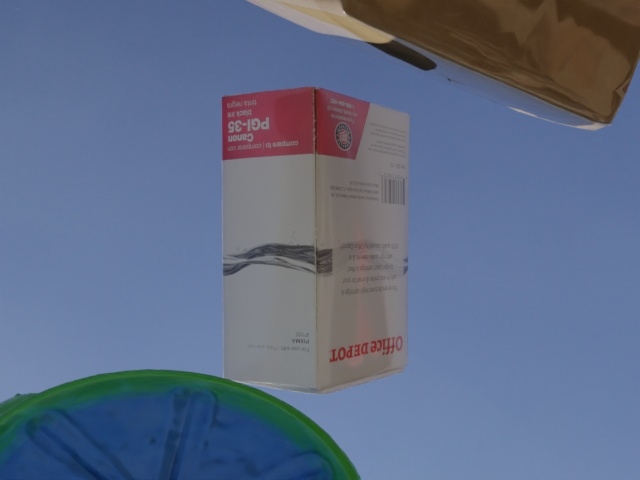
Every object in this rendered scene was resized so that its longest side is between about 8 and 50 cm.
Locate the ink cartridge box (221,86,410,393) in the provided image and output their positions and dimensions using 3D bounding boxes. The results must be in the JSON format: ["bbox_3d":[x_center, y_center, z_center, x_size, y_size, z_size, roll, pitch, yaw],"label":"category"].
[{"bbox_3d":[0.000,0.000,0.906,0.207,0.117,0.283,1,-91,-60],"label":"ink cartridge box"}]

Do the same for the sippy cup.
[{"bbox_3d":[-0.102,0.233,0.518,0.240,0.305,0.224,-2,-59,-24],"label":"sippy cup"}]

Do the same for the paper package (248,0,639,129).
[{"bbox_3d":[0.125,-0.273,0.656,0.325,0.168,0.309,11,-77,-40],"label":"paper package"}]
